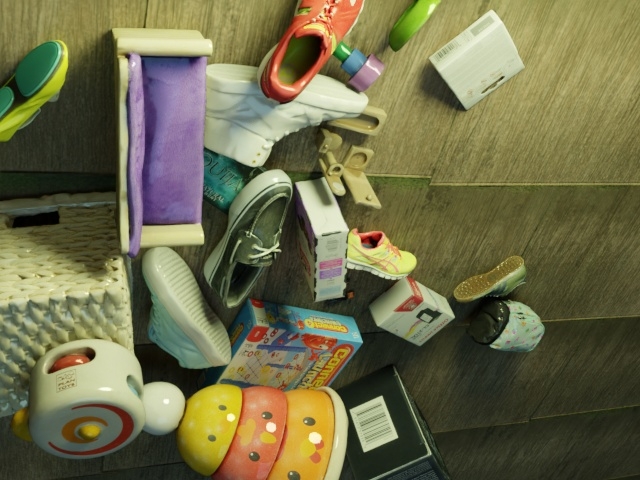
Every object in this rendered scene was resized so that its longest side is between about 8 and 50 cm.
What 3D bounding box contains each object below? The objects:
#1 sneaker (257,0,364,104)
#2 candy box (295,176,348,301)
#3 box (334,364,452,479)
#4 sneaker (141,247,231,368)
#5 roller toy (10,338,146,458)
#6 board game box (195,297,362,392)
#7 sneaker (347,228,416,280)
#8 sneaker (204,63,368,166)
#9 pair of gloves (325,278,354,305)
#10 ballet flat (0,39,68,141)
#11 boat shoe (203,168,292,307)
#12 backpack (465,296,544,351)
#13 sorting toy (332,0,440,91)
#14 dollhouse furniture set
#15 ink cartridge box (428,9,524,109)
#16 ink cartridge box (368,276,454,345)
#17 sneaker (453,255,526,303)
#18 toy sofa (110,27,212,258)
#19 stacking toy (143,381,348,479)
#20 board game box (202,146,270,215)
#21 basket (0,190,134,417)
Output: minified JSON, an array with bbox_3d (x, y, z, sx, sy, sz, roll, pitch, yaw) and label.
[{"bbox_3d":[0.000,-0.338,1.235,0.107,0.118,0.279,28,93,-15],"label":"sneaker"},{"bbox_3d":[0.000,0.000,1.581,0.070,0.165,0.196,-10,135,-11],"label":"candy box"},{"bbox_3d":[0.212,0.593,2.149,0.212,0.293,0.395,-25,137,4],"label":"box"},{"bbox_3d":[-0.321,0.166,1.645,0.150,0.135,0.366,-16,130,8],"label":"sneaker"},{"bbox_3d":[-0.403,0.278,1.325,0.209,0.146,0.191,20,122,-33],"label":"roller toy"},{"bbox_3d":[-0.104,0.297,1.886,0.302,0.086,0.308,13,126,-30],"label":"board game box"},{"bbox_3d":[0.136,0.025,1.721,0.209,0.081,0.094,10,126,-29],"label":"sneaker"},{"bbox_3d":[-0.071,-0.213,1.379,0.293,0.108,0.169,5,121,-13],"label":"sneaker"},{"bbox_3d":[0.041,0.122,1.828,0.074,0.010,0.083,-21,139,-3],"label":"pair of gloves"},{"bbox_3d":[-0.472,-0.236,1.245,0.231,0.077,0.077,-36,156,18],"label":"ballet flat"},{"bbox_3d":[-0.129,0.006,1.555,0.121,0.119,0.335,-9,143,-38],"label":"boat shoe"},{"bbox_3d":[0.498,0.226,2.035,0.182,0.115,0.152,11,125,-33],"label":"backpack"},{"bbox_3d":[0.139,-0.423,1.295,0.126,0.127,0.365,38,117,-11],"label":"sorting toy"},{"bbox_3d":[0.070,-0.166,1.476,0.144,0.123,0.151,10,128,-29],"label":"dollhouse furniture set"},{"bbox_3d":[0.303,-0.341,1.473,0.145,0.045,0.179,-36,153,14],"label":"ink cartridge box"},{"bbox_3d":[0.228,0.177,1.909,0.175,0.072,0.127,29,117,-39],"label":"ink cartridge box"},{"bbox_3d":[0.436,0.120,1.939,0.192,0.064,0.086,-30,131,4],"label":"sneaker"},{"bbox_3d":[-0.261,-0.156,1.267,0.150,0.177,0.362,-3,119,-19],"label":"toy sofa"},{"bbox_3d":[-0.209,0.448,1.758,0.480,0.350,0.350,21,123,-17],"label":"stacking toy"},{"bbox_3d":[-0.198,-0.134,1.473,0.126,0.026,0.186,-39,134,17],"label":"board game box"},{"bbox_3d":[-0.510,0.117,1.427,0.328,0.266,0.331,-6,132,-15],"label":"basket"}]
